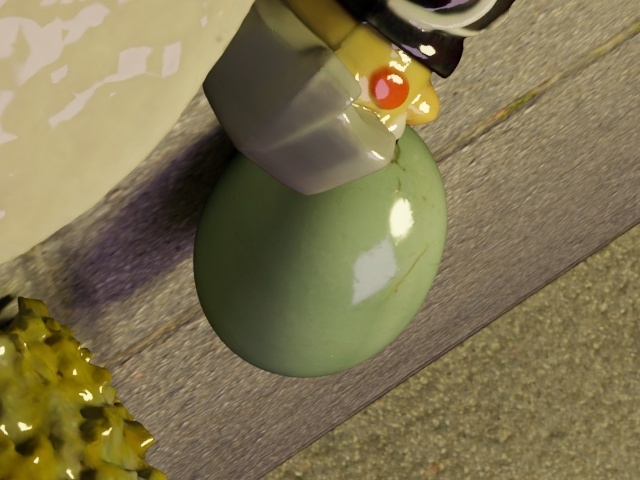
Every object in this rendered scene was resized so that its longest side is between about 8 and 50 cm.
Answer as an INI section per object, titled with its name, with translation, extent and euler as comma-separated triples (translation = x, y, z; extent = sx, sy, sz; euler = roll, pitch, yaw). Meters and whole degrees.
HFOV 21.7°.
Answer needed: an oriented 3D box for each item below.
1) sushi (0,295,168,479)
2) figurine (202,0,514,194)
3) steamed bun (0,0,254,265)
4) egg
[sushi]
translation = -0.272, 0.238, 1.156
extent = 0.351, 0.240, 0.396
euler = -24, 159, -36
[figurine]
translation = 0.039, -0.137, 0.905
extent = 0.236, 0.133, 0.176
euler = -45, -177, 12
[steamed bun]
translation = -0.144, -0.121, 0.389
extent = 0.283, 0.177, 0.283
euler = -26, 140, -24
[egg]
translation = 0.000, 0.000, 1.167
extent = 0.168, 0.168, 0.231
euler = -24, 156, -39
